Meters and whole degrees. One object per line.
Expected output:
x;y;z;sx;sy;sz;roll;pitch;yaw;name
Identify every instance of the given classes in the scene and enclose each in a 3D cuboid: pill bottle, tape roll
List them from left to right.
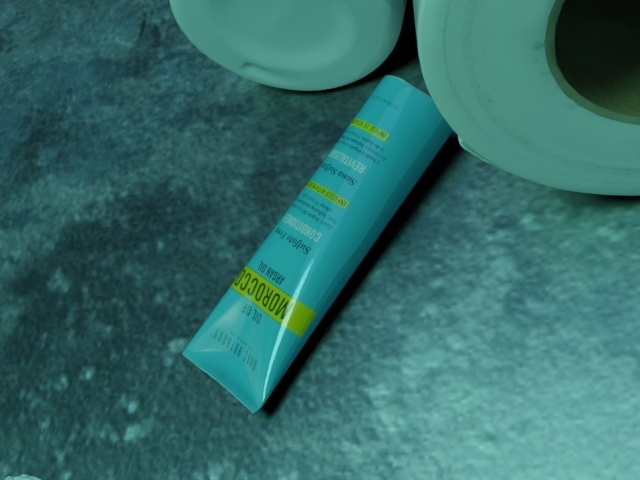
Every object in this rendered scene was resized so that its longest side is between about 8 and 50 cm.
-0.001;-0.251;0.776;0.152;0.152;0.272;-7;55;29;pill bottle
0.161;-0.160;0.543;0.246;0.246;0.169;-19;50;20;tape roll

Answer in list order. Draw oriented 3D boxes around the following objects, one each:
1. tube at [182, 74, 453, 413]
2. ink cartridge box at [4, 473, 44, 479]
0.000;0.000;0.671;0.207;0.052;0.080;-55;38;-4;tube
-0.025;0.186;0.429;0.158;0.218;0.092;17;69;39;ink cartridge box
